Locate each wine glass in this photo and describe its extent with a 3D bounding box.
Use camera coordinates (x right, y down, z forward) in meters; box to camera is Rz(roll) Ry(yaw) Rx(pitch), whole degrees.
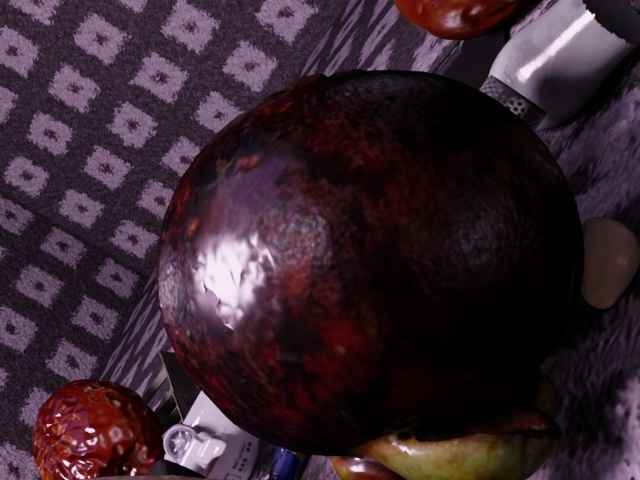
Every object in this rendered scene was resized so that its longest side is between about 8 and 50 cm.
[{"bbox_3d":[0.201,-0.147,0.802,0.202,0.093,0.093,-44,19,44],"label":"wine glass"}]

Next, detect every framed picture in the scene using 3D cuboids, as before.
[{"bbox_3d":[0.166,-0.173,1.165,0.255,0.014,0.338,-48,17,34],"label":"framed picture"}]

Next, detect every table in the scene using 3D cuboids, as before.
[{"bbox_3d":[-0.281,0.312,1.555,0.146,0.062,0.175,-52,46,23],"label":"table"}]

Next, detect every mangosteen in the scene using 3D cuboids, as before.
[{"bbox_3d":[0.037,0.029,0.572,0.288,0.288,0.288,-53,14,19],"label":"mangosteen"}]

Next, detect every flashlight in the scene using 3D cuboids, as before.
[{"bbox_3d":[-0.036,0.240,0.911,0.035,0.057,0.121,7,66,33],"label":"flashlight"}]

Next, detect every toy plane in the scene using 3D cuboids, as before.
[{"bbox_3d":[-0.110,0.228,1.052,0.244,0.117,0.244,-59,-4,-7],"label":"toy plane"}]

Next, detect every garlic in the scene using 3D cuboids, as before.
[{"bbox_3d":[0.193,0.011,0.595,0.083,0.041,0.053,-79,10,-74],"label":"garlic"}]

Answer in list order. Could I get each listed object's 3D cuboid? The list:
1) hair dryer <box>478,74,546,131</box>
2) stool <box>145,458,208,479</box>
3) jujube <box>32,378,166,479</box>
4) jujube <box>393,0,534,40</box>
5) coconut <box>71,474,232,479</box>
[{"bbox_3d":[0.063,-0.018,0.842,0.320,0.156,0.284,-58,16,7],"label":"hair dryer"},{"bbox_3d":[-0.137,0.337,0.808,0.232,0.141,0.232,-54,18,26],"label":"stool"},{"bbox_3d":[-0.379,0.347,1.460,0.232,0.213,0.213,16,73,53],"label":"jujube"},{"bbox_3d":[0.220,-0.398,1.073,0.318,0.223,0.223,-46,18,30],"label":"jujube"},{"bbox_3d":[-0.081,0.276,0.438,0.297,0.297,0.309,-53,19,19],"label":"coconut"}]
